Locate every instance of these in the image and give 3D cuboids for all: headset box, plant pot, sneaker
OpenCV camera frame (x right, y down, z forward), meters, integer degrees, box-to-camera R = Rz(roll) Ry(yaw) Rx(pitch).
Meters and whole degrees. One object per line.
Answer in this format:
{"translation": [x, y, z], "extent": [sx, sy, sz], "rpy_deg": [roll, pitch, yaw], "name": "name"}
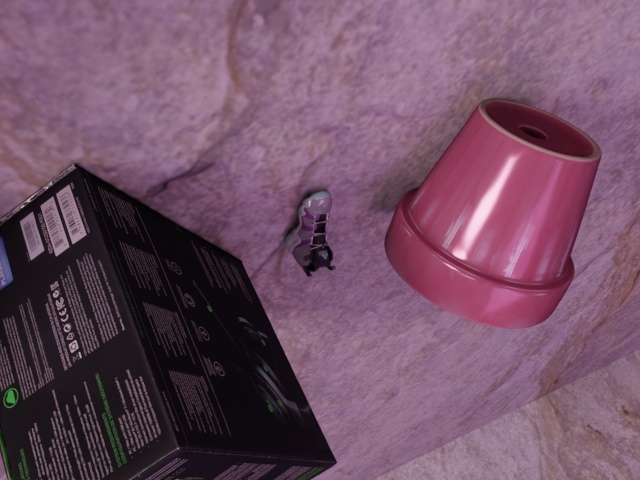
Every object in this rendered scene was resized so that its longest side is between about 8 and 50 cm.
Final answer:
{"translation": [-0.131, 0.111, 0.590], "extent": [0.131, 0.246, 0.283], "rpy_deg": [-35, 152, 10], "name": "headset box"}
{"translation": [0.190, -0.038, 0.706], "extent": [0.201, 0.201, 0.180], "rpy_deg": [-6, 129, -35], "name": "plant pot"}
{"translation": [0.000, 0.000, 0.708], "extent": [0.038, 0.069, 0.098], "rpy_deg": [-12, 148, -28], "name": "sneaker"}

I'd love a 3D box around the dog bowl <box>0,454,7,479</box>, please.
{"translation": [-0.388, 0.253, 0.666], "extent": [0.349, 0.102, 0.349], "rpy_deg": [-29, 146, -22], "name": "dog bowl"}
